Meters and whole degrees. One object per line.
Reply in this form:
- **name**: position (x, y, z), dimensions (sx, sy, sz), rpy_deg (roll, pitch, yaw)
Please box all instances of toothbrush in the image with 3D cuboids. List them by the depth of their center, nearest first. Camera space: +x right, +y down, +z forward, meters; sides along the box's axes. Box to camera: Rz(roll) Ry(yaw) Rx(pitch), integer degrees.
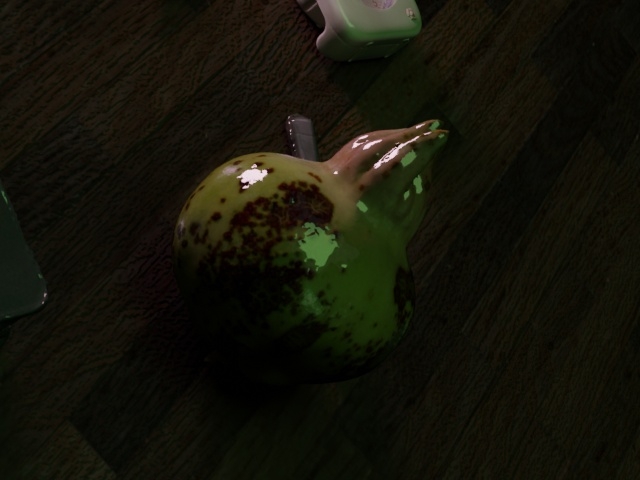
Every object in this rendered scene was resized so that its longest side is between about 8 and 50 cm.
- **toothbrush**: position (0.000, -0.002, 1.723), dimensions (0.030, 0.030, 0.297), rpy_deg (10, 55, -33)

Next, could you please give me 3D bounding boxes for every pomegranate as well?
- **pomegranate**: position (0.007, 0.011, 1.521), dimensions (0.222, 0.276, 0.204), rpy_deg (40, 34, -49)

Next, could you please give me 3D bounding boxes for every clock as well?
- **clock**: position (0.024, -0.295, 1.936), dimensions (0.151, 0.062, 0.191), rpy_deg (-13, 73, -50)

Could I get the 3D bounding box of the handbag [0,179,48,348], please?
- **handbag**: position (-0.354, -0.020, 1.308), dimensions (0.260, 0.079, 0.247), rpy_deg (-11, 72, -50)
